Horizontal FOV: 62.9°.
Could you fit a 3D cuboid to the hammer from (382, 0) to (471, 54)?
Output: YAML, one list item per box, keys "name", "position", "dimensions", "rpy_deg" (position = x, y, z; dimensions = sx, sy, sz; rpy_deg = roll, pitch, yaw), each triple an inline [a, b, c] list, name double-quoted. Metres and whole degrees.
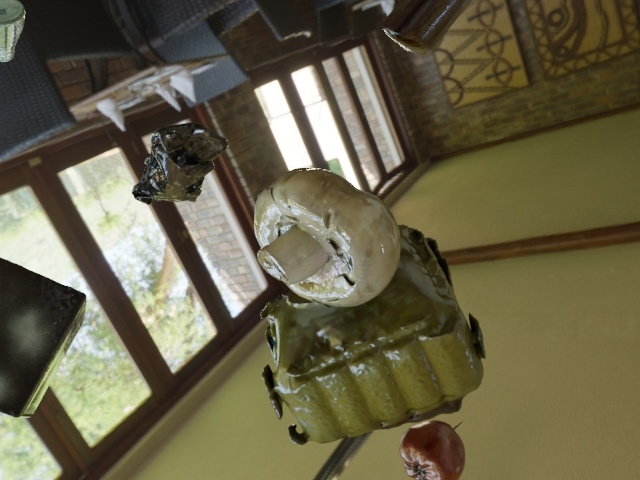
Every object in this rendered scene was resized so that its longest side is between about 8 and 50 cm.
- name: "hammer"
  position: [0.215, -0.347, 0.515]
  dimensions: [0.409, 0.095, 0.242]
  rpy_deg: [-51, 154, 6]

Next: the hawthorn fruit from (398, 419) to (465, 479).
- name: "hawthorn fruit"
  position: [0.208, 0.393, 0.973]
  dimensions: [0.125, 0.125, 0.140]
  rpy_deg: [-17, -156, 21]

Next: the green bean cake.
- name: "green bean cake"
  position: [0.057, 0.111, 0.781]
  dimensions: [0.309, 0.202, 0.285]
  rpy_deg: [-20, -148, 4]

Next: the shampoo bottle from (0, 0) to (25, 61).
- name: "shampoo bottle"
  position: [-0.476, -0.309, 0.777]
  dimensions: [0.069, 0.041, 0.190]
  rpy_deg: [-24, -168, -26]

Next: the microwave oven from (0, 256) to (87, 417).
- name: "microwave oven"
  position: [-0.710, 0.149, 0.994]
  dimensions: [0.374, 0.431, 0.237]
  rpy_deg: [-35, -149, 59]

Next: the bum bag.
- name: "bum bag"
  position: [-0.223, -0.111, 0.814]
  dimensions: [0.102, 0.069, 0.248]
  rpy_deg: [-8, 167, -31]

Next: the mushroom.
- name: "mushroom"
  position: [0.000, 0.000, 0.503]
  dimensions: [0.122, 0.154, 0.154]
  rpy_deg: [-37, -159, -35]
